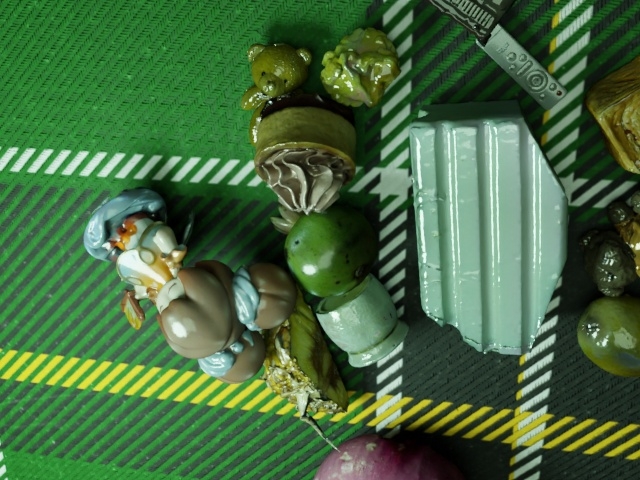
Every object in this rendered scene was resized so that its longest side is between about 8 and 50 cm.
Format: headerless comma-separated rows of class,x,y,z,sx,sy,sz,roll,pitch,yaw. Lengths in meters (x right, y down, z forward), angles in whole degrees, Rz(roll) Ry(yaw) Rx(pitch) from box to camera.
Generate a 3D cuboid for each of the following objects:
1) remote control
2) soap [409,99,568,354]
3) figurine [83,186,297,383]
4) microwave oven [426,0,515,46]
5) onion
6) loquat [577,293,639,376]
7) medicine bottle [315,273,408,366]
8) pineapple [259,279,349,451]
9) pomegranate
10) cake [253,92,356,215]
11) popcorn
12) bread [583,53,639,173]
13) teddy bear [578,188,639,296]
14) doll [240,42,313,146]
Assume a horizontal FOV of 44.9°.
remote control,0.351,-0.305,1.352,0.184,0.027,0.050,41,117,-9
soap,0.310,-0.020,1.405,0.261,0.156,0.446,-2,111,15
figurine,-0.261,0.090,1.520,0.388,0.248,0.276,44,124,27
microwave oven,0.260,-0.467,1.224,0.178,0.188,0.247,33,112,-7
onion,0.150,0.598,1.623,0.358,0.344,0.358,1,144,0
loquat,0.570,0.180,1.429,0.195,0.152,0.152,22,116,-9
medicine bottle,0.084,0.158,1.540,0.147,0.147,0.143,-30,105,23
pineapple,-0.066,0.271,1.617,0.161,0.158,0.334,-18,107,20
pomegranate,-0.001,0.002,1.493,0.225,0.187,0.187,40,119,27
cake,-0.027,-0.136,1.394,0.185,0.178,0.207,3,147,-5
popcorn,0.071,-0.303,1.377,0.145,0.126,0.125,-17,133,4
bread,0.533,-0.213,1.278,0.158,0.143,0.149,-25,110,22
teddy bear,0.560,0.013,1.379,0.190,0.140,0.177,-29,70,32
doll,-0.083,-0.262,1.444,0.137,0.097,0.209,8,119,5
